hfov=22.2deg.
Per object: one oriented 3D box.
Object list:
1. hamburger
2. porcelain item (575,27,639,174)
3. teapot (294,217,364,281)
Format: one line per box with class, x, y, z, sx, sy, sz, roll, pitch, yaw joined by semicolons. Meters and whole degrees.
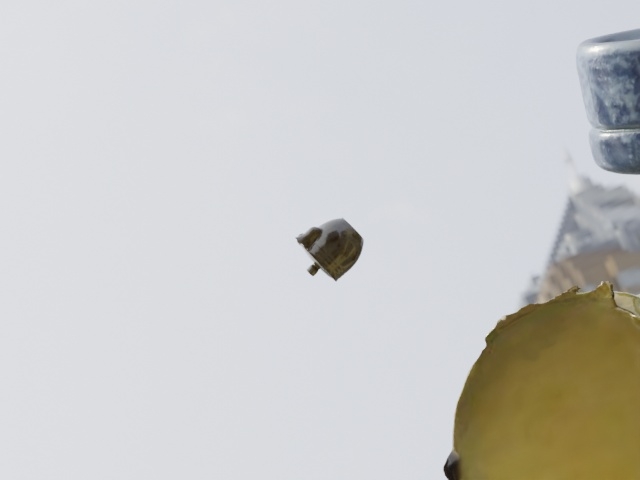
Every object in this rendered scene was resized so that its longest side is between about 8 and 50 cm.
hamburger;0.212;0.139;1.134;0.237;0.237;0.149;-42;-27;30
porcelain item;0.284;-0.114;1.305;0.147;0.147;0.114;-10;-80;2
teapot;0.000;0.000;2.056;0.080;0.110;0.085;-44;-60;-2
